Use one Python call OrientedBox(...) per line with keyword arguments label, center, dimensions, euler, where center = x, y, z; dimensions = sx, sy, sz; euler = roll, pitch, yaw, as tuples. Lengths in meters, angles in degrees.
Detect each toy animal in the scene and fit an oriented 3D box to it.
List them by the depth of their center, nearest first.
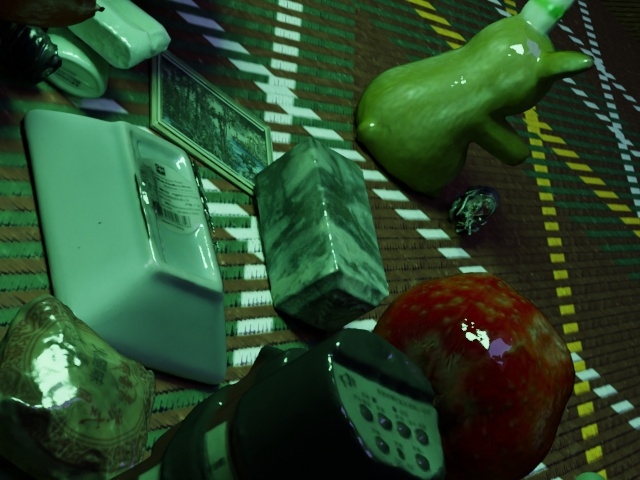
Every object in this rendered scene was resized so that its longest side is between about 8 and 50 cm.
OrientedBox(label="toy animal", center=(0.224, -0.201, 1.676), dimensions=(0.180, 0.363, 0.181), euler=(35, 32, -62))

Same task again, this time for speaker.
OrientedBox(label="speaker", center=(-0.090, 0.200, 0.683), dimensions=(0.198, 0.329, 0.259), euler=(44, 34, -20))

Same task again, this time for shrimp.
OrientedBox(label="shrimp", center=(0.205, -0.042, 1.752), dimensions=(0.056, 0.065, 0.165), euler=(66, 26, -5))

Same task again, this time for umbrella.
OrientedBox(label="umbrella", center=(-0.297, -0.220, 1.157), dimensions=(0.188, 0.046, 0.050), euler=(50, 21, 5))

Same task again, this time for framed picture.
OrientedBox(label="framed picture", center=(-0.111, -0.122, 1.381), dimensions=(0.183, 0.011, 0.142), euler=(35, 32, -34))

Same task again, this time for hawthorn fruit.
OrientedBox(label="hawthorn fruit", center=(0.131, 0.142, 1.263), dimensions=(0.215, 0.215, 0.250), euler=(55, 33, 3))

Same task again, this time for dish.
OrientedBox(label="dish", center=(-0.147, -0.011, 1.107), dimensions=(0.182, 0.080, 0.243), euler=(24, 38, -45))

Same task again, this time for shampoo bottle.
OrientedBox(label="shampoo bottle", center=(-0.229, -0.209, 1.257), dimensions=(0.069, 0.041, 0.190), euler=(27, 34, -21))

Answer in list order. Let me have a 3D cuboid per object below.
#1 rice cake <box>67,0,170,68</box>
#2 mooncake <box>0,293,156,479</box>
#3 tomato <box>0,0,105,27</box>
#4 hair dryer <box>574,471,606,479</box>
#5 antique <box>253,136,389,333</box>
OrientedBox(label="rice cake", center=(-0.242, -0.241, 1.208), dimensions=(0.222, 0.042, 0.080), euler=(38, 34, 5))
OrientedBox(label="mooncake", center=(-0.177, 0.114, 0.910), dimensions=(0.130, 0.073, 0.125), euler=(39, 31, -24))
OrientedBox(label="tomato", center=(-0.273, -0.251, 1.038), dimensions=(0.112, 0.199, 0.228), euler=(-32, 44, -28))
OrientedBox(label="hair dryer", center=(0.345, 0.350, 1.532), dimensions=(0.150, 0.047, 0.071), euler=(57, 24, -8))
OrientedBox(label="antique", center=(0.000, 0.000, 1.319), dimensions=(0.088, 0.086, 0.183), euler=(28, 40, -41))
